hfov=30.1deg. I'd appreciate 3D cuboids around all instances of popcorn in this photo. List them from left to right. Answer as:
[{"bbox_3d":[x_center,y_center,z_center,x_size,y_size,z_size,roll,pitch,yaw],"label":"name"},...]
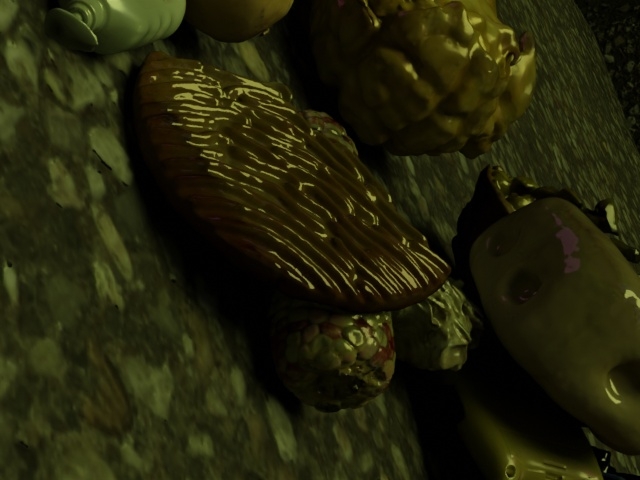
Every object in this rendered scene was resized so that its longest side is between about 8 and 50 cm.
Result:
[{"bbox_3d":[0.093,-0.181,1.103,0.250,0.190,0.250,44,37,-46],"label":"popcorn"}]

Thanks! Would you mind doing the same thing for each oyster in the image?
[{"bbox_3d":[0.060,0.041,0.955,0.163,0.081,0.191,47,6,37],"label":"oyster"}]

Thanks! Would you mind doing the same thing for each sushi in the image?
[{"bbox_3d":[0.232,0.061,1.171,0.167,0.179,0.296,14,53,-78],"label":"sushi"}]

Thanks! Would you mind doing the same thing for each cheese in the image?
[{"bbox_3d":[0.224,0.073,0.995,0.235,0.117,0.218,58,11,32],"label":"cheese"}]

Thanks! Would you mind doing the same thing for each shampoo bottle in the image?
[{"bbox_3d":[-0.132,-0.147,0.728,0.077,0.045,0.152,61,22,-13],"label":"shampoo bottle"}]

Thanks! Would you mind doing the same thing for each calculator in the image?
[{"bbox_3d":[0.153,0.129,1.010,0.157,0.033,0.236,18,29,-32],"label":"calculator"}]

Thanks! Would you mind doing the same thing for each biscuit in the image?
[{"bbox_3d":[-0.016,-0.037,0.758,0.229,0.031,0.176,22,43,-17],"label":"biscuit"}]

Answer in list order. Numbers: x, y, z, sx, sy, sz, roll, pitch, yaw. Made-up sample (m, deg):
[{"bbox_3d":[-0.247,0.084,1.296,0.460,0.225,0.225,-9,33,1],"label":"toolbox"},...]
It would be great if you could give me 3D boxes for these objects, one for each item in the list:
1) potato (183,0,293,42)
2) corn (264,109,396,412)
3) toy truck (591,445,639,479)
[{"bbox_3d":[-0.082,-0.222,0.828,0.178,0.109,0.118,54,3,-20],"label":"potato"},{"bbox_3d":[0.000,0.000,0.824,0.086,0.086,0.253,45,28,-42],"label":"corn"},{"bbox_3d":[0.279,0.302,1.057,0.177,0.161,0.213,-48,137,-40],"label":"toy truck"}]
